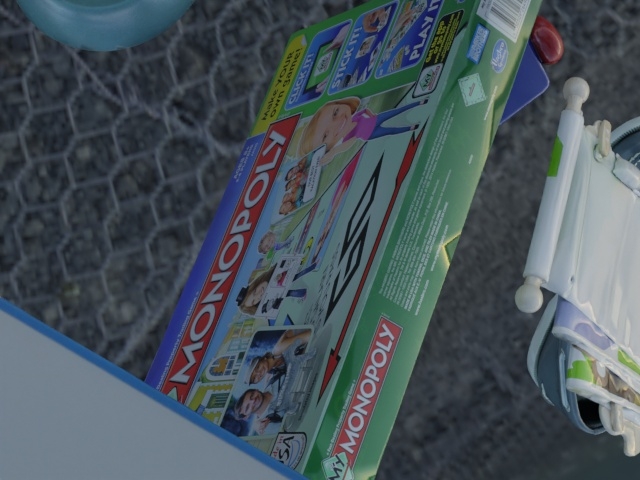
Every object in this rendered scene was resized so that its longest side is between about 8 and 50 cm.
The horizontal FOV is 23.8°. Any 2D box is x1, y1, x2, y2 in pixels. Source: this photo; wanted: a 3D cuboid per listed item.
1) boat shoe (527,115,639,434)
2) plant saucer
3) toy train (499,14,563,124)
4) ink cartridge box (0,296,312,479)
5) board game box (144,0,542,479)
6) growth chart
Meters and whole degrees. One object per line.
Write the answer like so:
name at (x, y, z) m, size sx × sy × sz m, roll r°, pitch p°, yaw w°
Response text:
boat shoe at (0.274, 0.038, 1.375) m, size 0.116 × 0.099 × 0.319 m, roll 1°, pitch 126°, yaw -18°
plant saucer at (-0.121, -0.166, 0.850) m, size 0.119 × 0.119 × 0.021 m, roll -26°, pitch 168°, yaw 2°
toy train at (0.073, -0.211, 1.153) m, size 0.105 × 0.143 × 0.248 m, roll -37°, pitch 120°, yaw -8°
ink cartridge box at (-0.160, 0.149, 0.509) m, size 0.223 × 0.129 × 0.307 m, roll 29°, pitch 136°, yaw 1°
board game box at (0.000, 0.000, 0.869) m, size 0.046 × 0.213 × 0.317 m, roll 32°, pitch 67°, yaw -27°
growth chart at (0.187, 0.040, 0.903) m, size 0.021 × 0.172 × 0.237 m, roll -5°, pitch 143°, yaw 41°
